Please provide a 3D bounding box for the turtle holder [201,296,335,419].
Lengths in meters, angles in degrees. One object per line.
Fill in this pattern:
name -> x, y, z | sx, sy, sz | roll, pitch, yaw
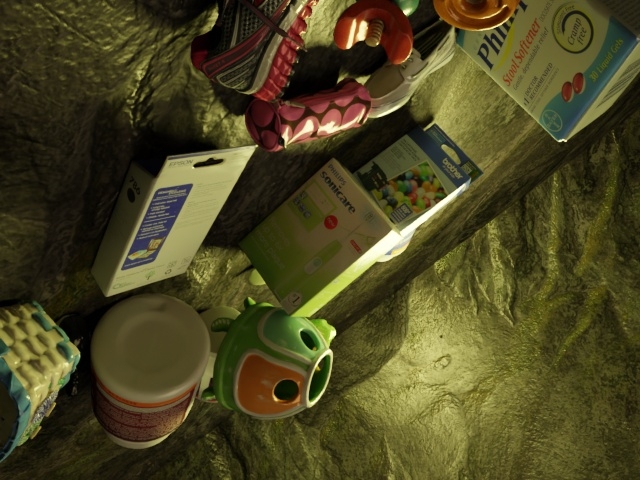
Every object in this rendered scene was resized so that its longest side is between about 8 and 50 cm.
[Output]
turtle holder -> -0.092, 0.271, 1.249 | 0.320, 0.227, 0.244 | 39, 65, -67

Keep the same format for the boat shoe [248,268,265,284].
boat shoe -> -0.122, 0.067, 1.412 | 0.137, 0.049, 0.043 | -31, -160, -19

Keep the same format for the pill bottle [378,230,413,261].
pill bottle -> 0.183, -0.045, 1.535 | 0.152, 0.152, 0.272 | -32, 160, -17

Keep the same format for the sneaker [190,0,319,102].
sneaker -> -0.050, -0.286, 0.590 | 0.111, 0.121, 0.299 | 13, 127, -21

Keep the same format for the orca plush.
orca plush -> -0.510, 0.263, 1.065 | 0.287, 0.102, 0.151 | -42, 161, 14

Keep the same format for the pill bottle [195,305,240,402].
pill bottle -> -0.268, 0.294, 1.466 | 0.181, 0.182, 0.323 | -27, 160, -28

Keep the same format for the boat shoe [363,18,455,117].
boat shoe -> 0.146, -0.307, 0.973 | 0.226, 0.083, 0.076 | -45, 154, -18

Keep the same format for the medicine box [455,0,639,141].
medicine box -> 0.400, -0.365, 0.941 | 0.149, 0.289, 0.264 | -35, 162, -15

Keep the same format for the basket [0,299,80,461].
basket -> -0.514, 0.228, 0.812 | 0.255, 0.201, 0.289 | -49, 169, 34

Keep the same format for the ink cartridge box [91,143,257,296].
ink cartridge box -> -0.239, -0.046, 0.889 | 0.165, 0.065, 0.333 | -17, 154, -47

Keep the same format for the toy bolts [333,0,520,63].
toy bolts -> 0.120, -0.333, 0.665 | 0.228, 0.218, 0.159 | 127, -21, -72

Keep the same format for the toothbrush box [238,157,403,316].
toothbrush box -> 0.000, 0.000, 1.216 | 0.283, 0.206, 0.122 | -40, 162, 9

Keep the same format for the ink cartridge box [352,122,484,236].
ink cartridge box -> 0.203, -0.135, 1.298 | 0.311, 0.186, 0.065 | -36, 160, -7

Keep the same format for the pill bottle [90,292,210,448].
pill bottle -> -0.376, 0.300, 1.213 | 0.224, 0.224, 0.392 | -25, 157, -34

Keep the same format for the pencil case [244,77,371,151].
pencil case -> -0.011, -0.204, 0.889 | 0.209, 0.095, 0.098 | -26, 159, -38
